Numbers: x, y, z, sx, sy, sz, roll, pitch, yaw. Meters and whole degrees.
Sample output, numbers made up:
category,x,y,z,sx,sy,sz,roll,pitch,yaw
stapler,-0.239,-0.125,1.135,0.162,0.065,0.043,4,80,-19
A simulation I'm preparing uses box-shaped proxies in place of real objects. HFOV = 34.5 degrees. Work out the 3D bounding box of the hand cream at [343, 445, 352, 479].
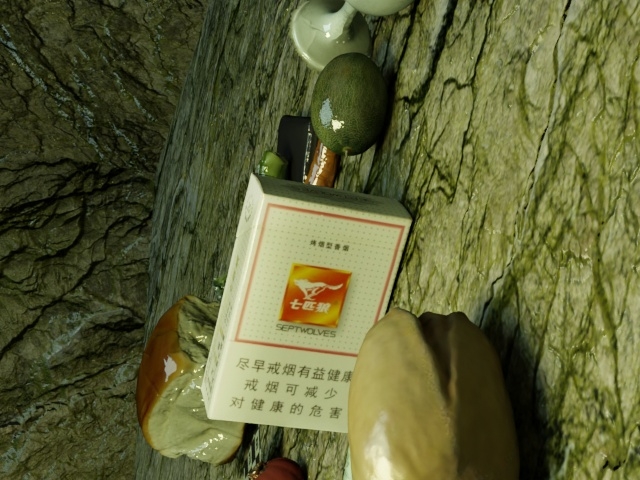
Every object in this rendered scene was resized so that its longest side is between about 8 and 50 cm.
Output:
category,x,y,z,sx,sy,sz,roll,pitch,yaw
hand cream,0.051,0.314,1.310,0.078,0.050,0.204,-125,42,-64

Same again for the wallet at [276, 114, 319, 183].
category,x,y,z,sx,sy,sz,roll,pitch,yaw
wallet,-0.041,-0.157,1.898,0.250,0.044,0.149,-157,73,-73

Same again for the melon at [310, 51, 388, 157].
category,x,y,z,sx,sy,sz,roll,pitch,yaw
melon,0.043,-0.195,1.508,0.114,0.114,0.167,135,141,-63

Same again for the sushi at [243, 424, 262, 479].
category,x,y,z,sx,sy,sz,roll,pitch,yaw
sushi,-0.093,0.439,1.737,0.192,0.040,0.210,108,161,-49

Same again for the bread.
category,x,y,z,sx,sy,sz,roll,pitch,yaw
bread,-0.241,0.267,2.004,0.279,0.225,0.250,-99,25,-58

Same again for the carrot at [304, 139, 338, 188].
category,x,y,z,sx,sy,sz,roll,pitch,yaw
carrot,-0.007,-0.087,1.717,0.059,0.059,0.247,-119,44,-65

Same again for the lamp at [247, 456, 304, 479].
category,x,y,z,sx,sy,sz,roll,pitch,yaw
lamp,-0.071,0.384,1.602,0.101,0.090,0.101,-45,-1,-1

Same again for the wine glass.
category,x,y,z,sx,sy,sz,roll,pitch,yaw
wine glass,0.067,-0.361,1.482,0.321,0.144,0.143,142,135,-63

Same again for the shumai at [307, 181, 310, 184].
category,x,y,z,sx,sy,sz,roll,pitch,yaw
shumai,0.000,0.000,1.532,0.206,0.166,0.175,-54,2,34

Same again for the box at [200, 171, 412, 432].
category,x,y,z,sx,sy,sz,roll,pitch,yaw
box,-0.023,0.090,1.392,0.095,0.210,0.330,-120,42,-64

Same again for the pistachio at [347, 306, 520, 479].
category,x,y,z,sx,sy,sz,roll,pitch,yaw
pistachio,0.105,0.189,0.993,0.181,0.162,0.293,100,169,-49

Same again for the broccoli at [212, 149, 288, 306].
category,x,y,z,sx,sy,sz,roll,pitch,yaw
broccoli,-0.104,-0.011,1.843,0.165,0.146,0.304,166,114,-72
